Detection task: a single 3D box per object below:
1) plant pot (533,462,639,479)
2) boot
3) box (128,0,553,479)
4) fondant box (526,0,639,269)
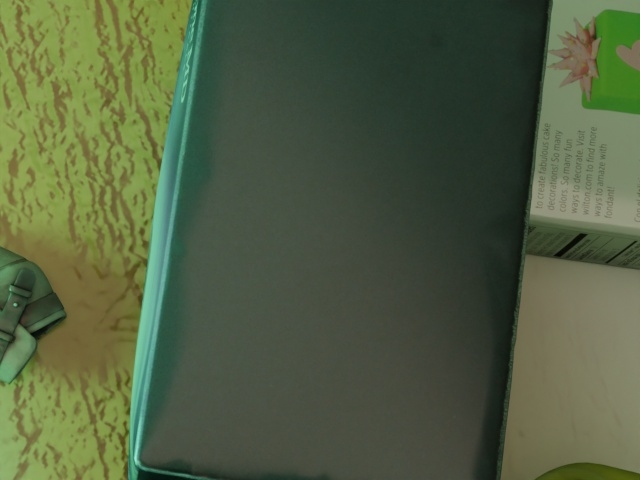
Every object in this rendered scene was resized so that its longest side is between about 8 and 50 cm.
[{"bbox_3d":[0.218,0.271,1.030,0.239,0.254,0.254,16,77,-20],"label":"plant pot"},{"bbox_3d":[-0.213,0.053,1.110,0.087,0.042,0.118,43,78,0],"label":"boot"},{"bbox_3d":[0.000,0.000,1.016,0.182,0.294,0.296,8,78,-5],"label":"box"},{"bbox_3d":[0.268,-0.098,1.169,0.330,0.096,0.238,8,78,-6],"label":"fondant box"}]
